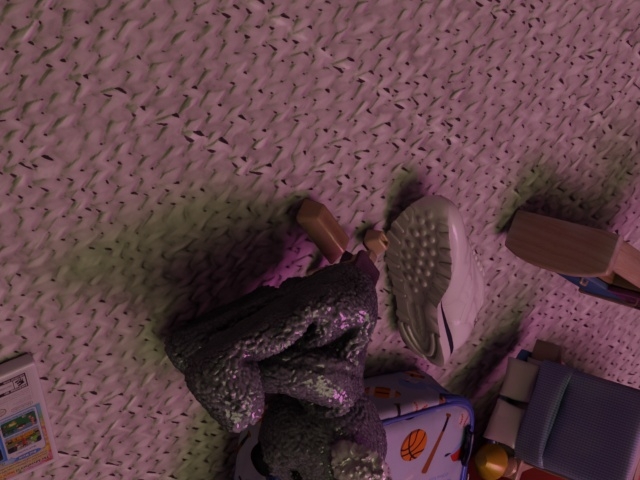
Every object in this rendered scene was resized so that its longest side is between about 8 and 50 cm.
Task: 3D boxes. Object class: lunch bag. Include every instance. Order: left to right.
[{"bbox_3d":[0.043,0.283,1.380,0.303,0.115,0.243,-6,112,-34],"label":"lunch bag"}]

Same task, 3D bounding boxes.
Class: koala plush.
[{"bbox_3d":[-0.006,0.155,1.145,0.203,0.196,0.221,-27,101,-10],"label":"koala plush"}]

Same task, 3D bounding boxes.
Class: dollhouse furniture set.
[{"bbox_3d":[0.000,0.000,1.222,0.081,0.091,0.114,-17,124,34],"label":"dollhouse furniture set"},{"bbox_3d":[0.310,0.159,1.351,0.198,0.286,0.303,25,84,-47],"label":"dollhouse furniture set"}]

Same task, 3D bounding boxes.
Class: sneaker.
[{"bbox_3d":[0.133,0.030,1.306,0.095,0.090,0.235,-36,144,-26],"label":"sneaker"}]

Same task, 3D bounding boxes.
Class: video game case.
[{"bbox_3d":[-0.329,0.186,1.121,0.157,0.019,0.143,-22,136,-22],"label":"video game case"}]

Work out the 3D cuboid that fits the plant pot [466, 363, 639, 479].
[{"bbox_3d":[0.330,0.313,1.573,0.243,0.275,0.275,-55,138,1],"label":"plant pot"}]
